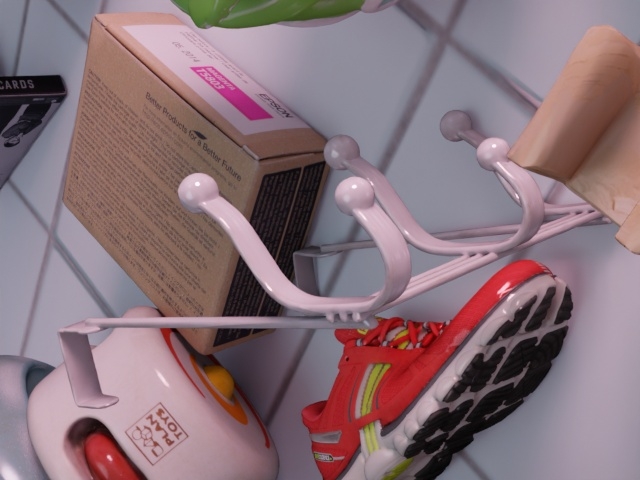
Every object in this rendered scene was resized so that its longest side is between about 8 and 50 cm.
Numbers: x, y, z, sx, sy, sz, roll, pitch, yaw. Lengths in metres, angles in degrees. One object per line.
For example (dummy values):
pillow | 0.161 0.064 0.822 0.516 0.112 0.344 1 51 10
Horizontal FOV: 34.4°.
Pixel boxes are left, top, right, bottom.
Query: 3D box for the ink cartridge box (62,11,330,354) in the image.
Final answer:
ink cartridge box | -0.113 -0.053 0.868 0.235 0.088 0.193 43 128 32

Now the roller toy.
roller toy | -0.131 0.159 0.863 0.146 0.191 0.209 -40 42 2

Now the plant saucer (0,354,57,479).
plant saucer | -0.206 0.222 0.958 0.044 0.317 0.317 -40 64 -1

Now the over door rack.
over door rack | 0.000 0.000 0.644 0.324 0.240 0.108 -23 86 48

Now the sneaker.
sneaker | 0.058 0.090 0.714 0.118 0.107 0.279 60 137 24

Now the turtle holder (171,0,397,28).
turtle holder | 0.006 -0.277 0.564 0.243 0.228 0.320 26 119 42

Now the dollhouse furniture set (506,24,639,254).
dollhouse furniture set | 0.267 0.069 0.443 0.362 0.256 0.394 42 108 31

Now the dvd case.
dvd case | -0.395 -0.101 1.098 0.239 0.179 0.029 -37 70 47
